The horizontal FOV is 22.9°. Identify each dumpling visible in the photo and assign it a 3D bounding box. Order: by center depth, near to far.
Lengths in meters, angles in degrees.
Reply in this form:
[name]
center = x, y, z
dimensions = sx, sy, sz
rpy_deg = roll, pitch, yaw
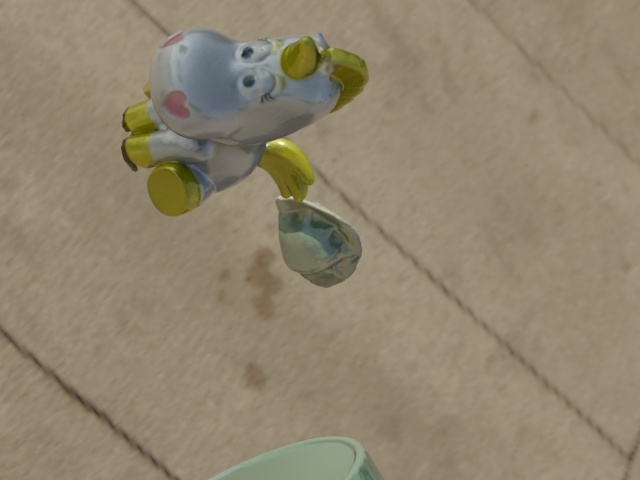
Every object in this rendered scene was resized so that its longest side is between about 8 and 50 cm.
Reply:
[dumpling]
center = 0.001, 0.000, 1.098
dimensions = 0.043, 0.059, 0.077
rpy_deg = -31, 114, -54

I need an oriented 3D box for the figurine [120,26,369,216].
[figurine]
center = -0.047, -0.085, 0.973
dimensions = 0.129, 0.178, 0.109
rpy_deg = 10, 62, -16

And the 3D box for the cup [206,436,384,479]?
[cup]
center = 0.006, 0.426, 1.456
dimensions = 0.401, 0.310, 0.392
rpy_deg = -99, 164, -79
